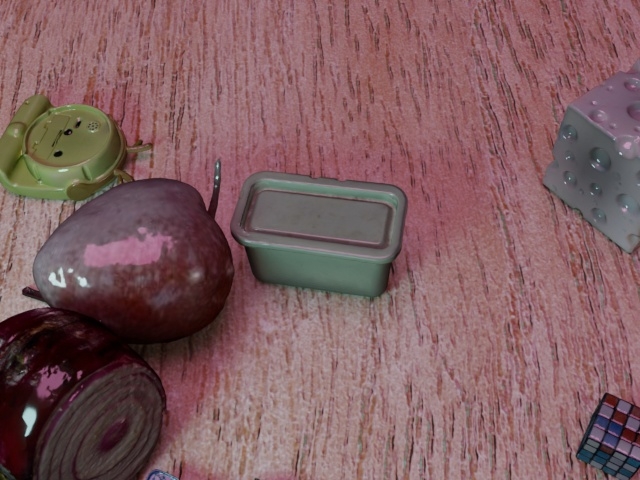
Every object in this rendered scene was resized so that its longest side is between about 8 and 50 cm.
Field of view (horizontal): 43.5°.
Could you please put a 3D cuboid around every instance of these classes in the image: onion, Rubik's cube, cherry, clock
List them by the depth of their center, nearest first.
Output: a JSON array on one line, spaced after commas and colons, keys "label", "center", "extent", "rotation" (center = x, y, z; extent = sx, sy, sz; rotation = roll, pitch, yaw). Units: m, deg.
[{"label": "onion", "center": [-0.421, 0.258, 1.259], "extent": [0.260, 0.337, 0.282], "rotation": [24, 64, 26]}, {"label": "Rubik's cube", "center": [0.486, 0.324, 1.317], "extent": [0.092, 0.092, 0.092], "rotation": [24, 59, 19]}, {"label": "cherry", "center": [-0.327, 0.032, 1.434], "extent": [0.334, 0.292, 0.326], "rotation": [-4, 36, -10]}, {"label": "clock", "center": [-0.529, -0.197, 1.737], "extent": [0.307, 0.096, 0.235], "rotation": [9, 54, 7]}]

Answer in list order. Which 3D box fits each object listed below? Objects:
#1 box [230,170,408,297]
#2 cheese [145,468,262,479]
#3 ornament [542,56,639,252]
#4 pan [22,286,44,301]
[{"label": "box", "center": [0.000, 0.000, 1.517], "extent": [0.311, 0.182, 0.175], "rotation": [8, 54, 7]}, {"label": "cheese", "center": [-0.144, 0.458, 1.250], "extent": [0.320, 0.083, 0.204], "rotation": [19, 59, 13]}, {"label": "ornament", "center": [0.628, -0.172, 1.583], "extent": [0.239, 0.240, 0.239], "rotation": [-33, 61, -20]}, {"label": "pan", "center": [-0.485, 0.117, 1.540], "extent": [0.212, 0.040, 0.115], "rotation": [18, 51, 14]}]
